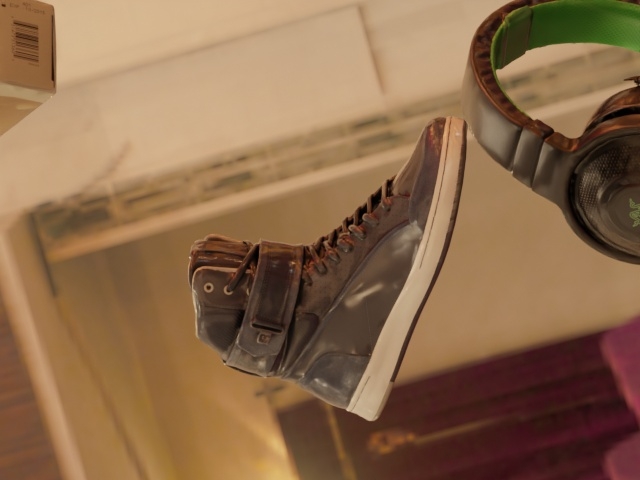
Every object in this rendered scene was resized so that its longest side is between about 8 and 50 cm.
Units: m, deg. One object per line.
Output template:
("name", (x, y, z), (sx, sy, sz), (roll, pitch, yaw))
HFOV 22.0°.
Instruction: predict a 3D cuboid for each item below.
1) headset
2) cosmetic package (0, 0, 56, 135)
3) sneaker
("headset", (0.294, -0.096, 1.247), (0.394, 0.243, 0.185), (34, 137, 25))
("cosmetic package", (-0.200, -0.094, 0.968), (0.041, 0.115, 0.060), (10, -113, -36))
("sneaker", (0.000, 0.001, 1.121), (0.086, 0.163, 0.226), (-76, 7, -71))
